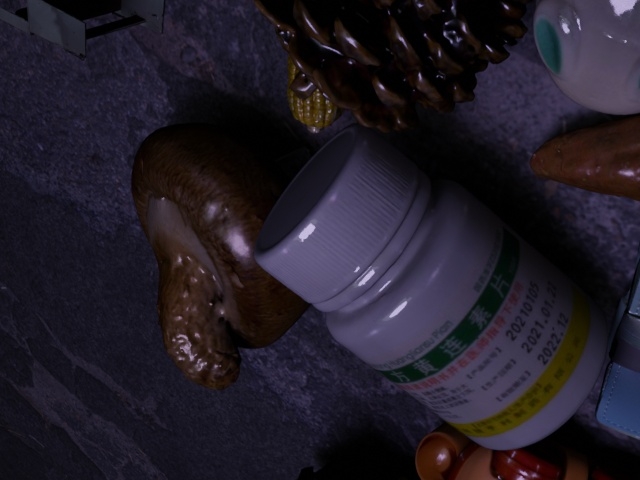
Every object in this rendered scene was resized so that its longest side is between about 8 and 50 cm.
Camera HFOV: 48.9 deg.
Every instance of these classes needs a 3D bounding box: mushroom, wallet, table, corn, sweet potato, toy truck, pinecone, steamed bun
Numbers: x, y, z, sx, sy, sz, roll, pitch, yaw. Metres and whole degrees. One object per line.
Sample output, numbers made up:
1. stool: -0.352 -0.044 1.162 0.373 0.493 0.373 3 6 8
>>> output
1. mushroom: -0.132 -0.004 0.937 0.345 0.239 0.346 12 108 39
2. wallet: 0.395 0.113 0.732 0.176 0.075 0.251 17 124 23
3. table: -0.327 -0.317 0.953 0.175 0.146 0.063 29 130 18
4. corn: 0.003 -0.238 0.810 0.080 0.080 0.238 22 123 24
5. sweet potato: 0.320 -0.081 0.661 0.251 0.097 0.097 3 117 33
6. toy truck: 0.255 0.330 0.902 0.264 0.239 0.189 23 93 -5
7. pinecone: 0.075 -0.218 0.646 0.257 0.243 0.244 -21 106 1
8. steamed bun: 0.270 -0.214 0.595 0.177 0.130 0.228 26 126 19

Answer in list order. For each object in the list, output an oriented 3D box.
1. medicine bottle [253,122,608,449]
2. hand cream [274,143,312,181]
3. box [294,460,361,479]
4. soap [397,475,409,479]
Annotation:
1. medicine bottle: 0.113 0.049 0.743 0.339 0.208 0.208 37 135 -16
2. hand cream: 0.002 -0.001 0.969 0.084 0.050 0.257 -17 96 40
3. box: 0.088 0.478 1.013 0.359 0.091 0.350 52 177 12
4. soap: 0.245 0.494 0.955 0.427 0.115 0.306 32 172 24
